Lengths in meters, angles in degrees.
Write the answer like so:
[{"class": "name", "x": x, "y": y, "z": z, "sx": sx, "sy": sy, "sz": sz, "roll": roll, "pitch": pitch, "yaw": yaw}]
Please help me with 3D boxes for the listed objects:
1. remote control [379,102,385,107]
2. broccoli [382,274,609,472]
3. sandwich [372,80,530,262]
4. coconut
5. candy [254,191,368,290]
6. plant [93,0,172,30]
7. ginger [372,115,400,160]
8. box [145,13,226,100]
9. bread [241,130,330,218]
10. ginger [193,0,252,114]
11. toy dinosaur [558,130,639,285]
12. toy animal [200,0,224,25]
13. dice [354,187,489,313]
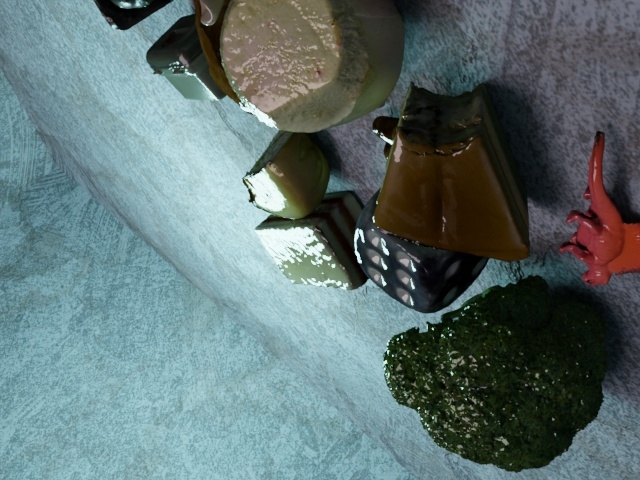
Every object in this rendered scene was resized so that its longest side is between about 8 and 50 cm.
[{"class": "remote control", "x": 0.032, "y": -0.273, "z": 1.351, "sx": 0.184, "sy": 0.027, "sz": 0.050, "roll": 36, "pitch": 155, "yaw": 29}, {"class": "broccoli", "x": 0.305, "y": 0.220, "z": 1.339, "sx": 0.414, "sy": 0.309, "sz": 0.321, "roll": 11, "pitch": 169, "yaw": -16}, {"class": "sandwich", "x": 0.206, "y": -0.101, "z": 1.119, "sx": 0.228, "sy": 0.155, "sz": 0.198, "roll": 14, "pitch": 133, "yaw": 2}, {"class": "coconut", "x": -0.003, "y": -0.275, "z": 1.140, "sx": 0.239, "sy": 0.244, "sz": 0.239, "roll": 8, "pitch": 109, "yaw": 24}, {"class": "candy", "x": 0.000, "y": 0.000, "z": 1.776, "sx": 0.179, "sy": 0.135, "sz": 0.321, "roll": 54, "pitch": 157, "yaw": -17}, {"class": "plant", "x": -0.364, "y": -0.493, "z": 1.550, "sx": 0.141, "sy": 0.164, "sz": 0.256, "roll": 58, "pitch": 173, "yaw": -18}, {"class": "ginger", "x": 0.151, "y": -0.149, "z": 1.290, "sx": 0.162, "sy": 0.073, "sz": 0.103, "roll": 28, "pitch": 140, "yaw": 55}, {"class": "box", "x": -0.231, "y": -0.353, "z": 1.562, "sx": 0.129, "sy": 0.148, "sz": 0.210, "roll": 49, "pitch": 163, "yaw": -30}, {"class": "bread", "x": -0.055, "y": -0.130, "z": 1.636, "sx": 0.156, "sy": 0.158, "sz": 0.261, "roll": 41, "pitch": 161, "yaw": -14}, {"class": "ginger", "x": -0.117, "y": -0.318, "z": 1.338, "sx": 0.321, "sy": 0.172, "sz": 0.165, "roll": 54, "pitch": -162, "yaw": -3}, {"class": "toy dinosaur", "x": 0.401, "y": -0.017, "z": 1.068, "sx": 0.139, "sy": 0.070, "sz": 0.286, "roll": 25, "pitch": 150, "yaw": 23}, {"class": "toy animal", "x": -0.174, "y": -0.472, "z": 1.138, "sx": 0.213, "sy": 0.195, "sz": 0.256, "roll": 32, "pitch": 153, "yaw": 16}, {"class": "dice", "x": 0.175, "y": -0.003, "z": 1.352, "sx": 0.181, "sy": 0.183, "sz": 0.182, "roll": 37, "pitch": 156, "yaw": 29}]
